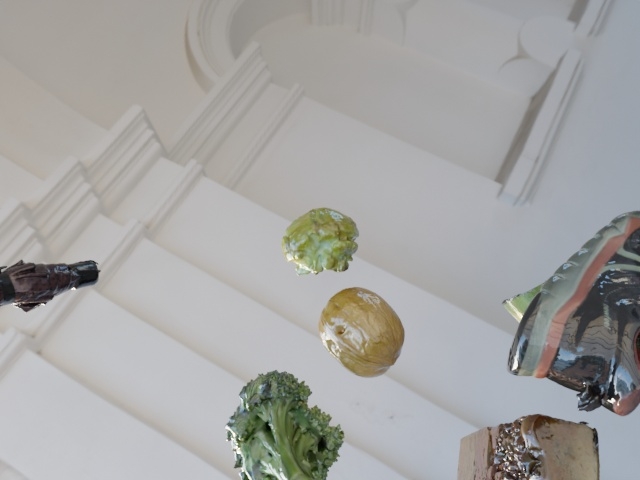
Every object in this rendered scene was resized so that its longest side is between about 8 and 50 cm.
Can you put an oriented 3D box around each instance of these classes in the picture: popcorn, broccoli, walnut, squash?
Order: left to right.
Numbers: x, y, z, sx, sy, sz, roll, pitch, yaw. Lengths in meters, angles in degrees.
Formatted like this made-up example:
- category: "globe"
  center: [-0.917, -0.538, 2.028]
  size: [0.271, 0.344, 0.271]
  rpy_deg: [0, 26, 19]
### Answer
- category: "broccoli"
  center: [-0.066, 0.491, 1.150]
  size: [0.249, 0.301, 0.376]
  rpy_deg: [-14, -75, -43]
- category: "popcorn"
  center: [0.000, 0.000, 1.330]
  size: [0.204, 0.221, 0.184]
  rpy_deg: [-52, -55, -66]
- category: "walnut"
  center: [0.097, 0.220, 1.136]
  size: [0.193, 0.226, 0.193]
  rpy_deg: [-25, -35, -19]
- category: "squash"
  center: [0.343, 0.124, 0.675]
  size: [0.105, 0.132, 0.105]
  rpy_deg: [-23, -19, -9]

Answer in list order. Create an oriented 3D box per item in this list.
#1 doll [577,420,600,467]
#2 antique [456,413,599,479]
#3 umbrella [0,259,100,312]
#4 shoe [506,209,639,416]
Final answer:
- category: "doll"
  center: [0.771, 0.635, 1.365]
  size: [0.104, 0.071, 0.214]
  rpy_deg: [63, -149, -28]
- category: "antique"
  center: [0.284, 0.323, 0.680]
  size: [0.310, 0.093, 0.087]
  rpy_deg: [89, -165, -61]
- category: "umbrella"
  center: [-0.570, 0.083, 0.869]
  size: [0.090, 0.094, 0.326]
  rpy_deg: [-38, -12, 31]
- category: "shoe"
  center: [0.317, 0.066, 0.467]
  size: [0.291, 0.137, 0.114]
  rpy_deg: [-30, -45, -27]
